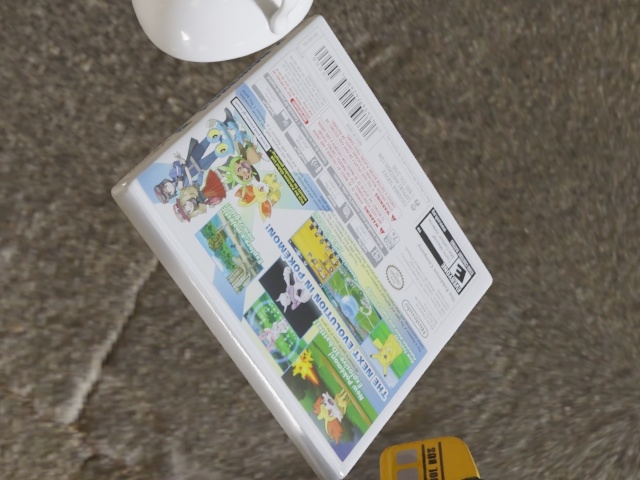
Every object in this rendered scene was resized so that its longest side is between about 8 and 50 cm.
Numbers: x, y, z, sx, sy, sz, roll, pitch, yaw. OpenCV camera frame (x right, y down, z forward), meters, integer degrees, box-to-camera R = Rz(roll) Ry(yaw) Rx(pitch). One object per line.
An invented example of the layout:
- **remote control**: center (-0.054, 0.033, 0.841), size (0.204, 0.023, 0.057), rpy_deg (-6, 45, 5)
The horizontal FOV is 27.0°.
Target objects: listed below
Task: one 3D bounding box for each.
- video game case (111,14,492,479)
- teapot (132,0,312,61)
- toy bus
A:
- **video game case**: center (0.000, 0.000, 1.231), size (0.036, 0.300, 0.329), rpy_deg (-16, 114, 47)
- **teapot**: center (-0.131, -0.355, 1.657), size (0.256, 0.187, 0.252), rpy_deg (-4, 44, 14)
- **toy bus**: center (0.140, 0.365, 1.471), size (0.130, 0.332, 0.108), rpy_deg (-9, 123, 6)
